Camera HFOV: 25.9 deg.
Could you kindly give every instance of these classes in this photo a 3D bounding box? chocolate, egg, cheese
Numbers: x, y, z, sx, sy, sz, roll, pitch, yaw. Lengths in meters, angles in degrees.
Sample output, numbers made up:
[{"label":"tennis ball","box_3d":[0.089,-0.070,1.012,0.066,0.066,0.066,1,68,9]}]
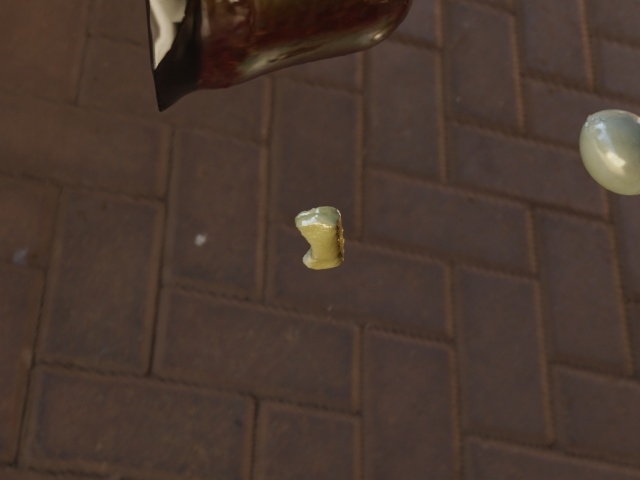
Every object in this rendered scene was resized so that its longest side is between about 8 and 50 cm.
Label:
[{"label":"chocolate","box_3d":[-0.041,-0.349,1.635,0.331,0.383,0.383,0,57,-4]},{"label":"egg","box_3d":[0.442,-0.131,2.047,0.152,0.114,0.114,39,48,-25]},{"label":"cheese","box_3d":[0.000,0.000,1.287,0.044,0.083,0.030,-1,58,3]}]
